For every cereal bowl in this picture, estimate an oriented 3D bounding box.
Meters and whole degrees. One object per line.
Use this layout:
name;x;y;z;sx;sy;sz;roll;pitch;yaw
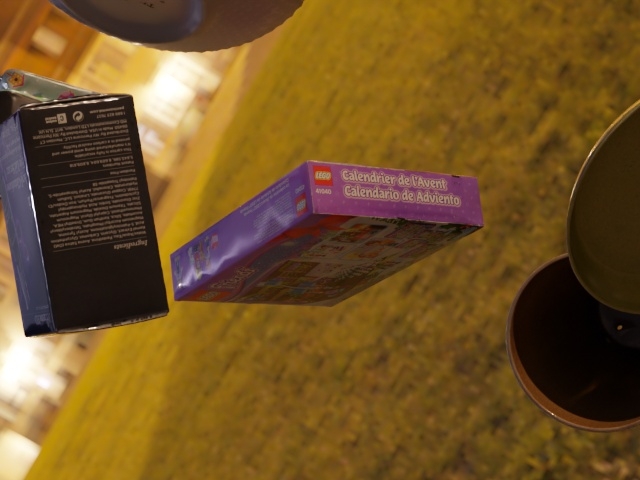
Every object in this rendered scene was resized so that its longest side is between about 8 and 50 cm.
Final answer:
cereal bowl;-0.165;-0.288;1.520;0.339;0.339;0.141;129;160;-60

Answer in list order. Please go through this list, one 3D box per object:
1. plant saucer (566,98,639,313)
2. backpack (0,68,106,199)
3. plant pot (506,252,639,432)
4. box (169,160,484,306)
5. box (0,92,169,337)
plant saucer;0.307;-0.046;1.347;0.241;0.241;0.037;-58;35;19
backpack;-0.334;-0.113;1.920;0.188;0.166;0.144;134;146;-61
plant pot;0.401;0.111;2.152;0.237;0.237;0.254;-58;-16;21
box;0.000;0.000;1.640;0.293;0.201;0.057;-31;62;53
box;-0.224;-0.018;1.475;0.153;0.108;0.207;164;97;-68
